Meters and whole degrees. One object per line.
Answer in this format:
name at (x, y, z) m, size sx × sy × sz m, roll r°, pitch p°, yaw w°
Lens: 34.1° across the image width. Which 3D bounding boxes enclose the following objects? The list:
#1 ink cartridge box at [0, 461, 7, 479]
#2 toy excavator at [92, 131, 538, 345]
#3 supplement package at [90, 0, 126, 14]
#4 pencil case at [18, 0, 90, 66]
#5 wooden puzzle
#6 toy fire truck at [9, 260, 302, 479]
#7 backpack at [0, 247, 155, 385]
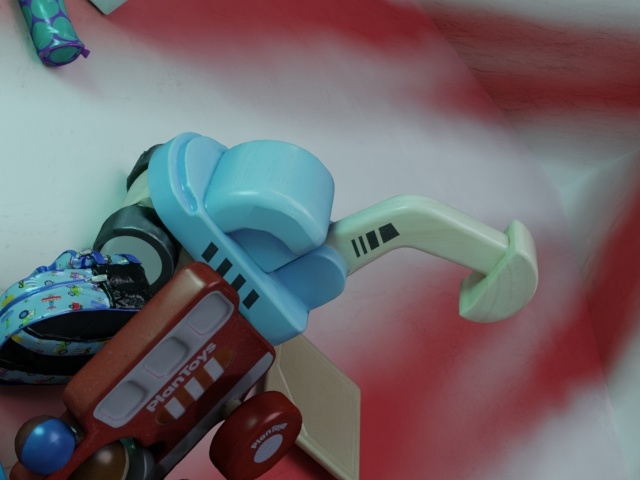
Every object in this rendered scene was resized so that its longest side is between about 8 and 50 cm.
ink cartridge box at (-0.380, 0.144, 0.900) m, size 0.148 × 0.086 × 0.203 m, roll -1°, pitch 65°, yaw -63°
toy excavator at (0.000, 0.000, 1.359) m, size 0.433 × 0.445 × 0.222 m, roll 51°, pitch 27°, yaw -22°
supplement package at (-0.317, -0.530, 1.635) m, size 0.177 × 0.175 × 0.293 m, roll 43°, pitch 30°, yaw -32°
pencil case at (-0.373, -0.315, 1.431) m, size 0.070 × 0.064 × 0.151 m, roll -9°, pitch 71°, yaw -38°
wooden puzzle at (-0.015, 0.244, 1.570) m, size 0.221 × 0.044 × 0.238 m, roll 46°, pitch 24°, yaw -30°
toy fire truck at (-0.175, 0.172, 1.002) m, size 0.169 × 0.302 × 0.254 m, roll 43°, pitch -7°, yaw 29°
backpack at (-0.275, 0.085, 1.101) m, size 0.173 × 0.158 × 0.116 m, roll 3°, pitch 52°, yaw -49°
